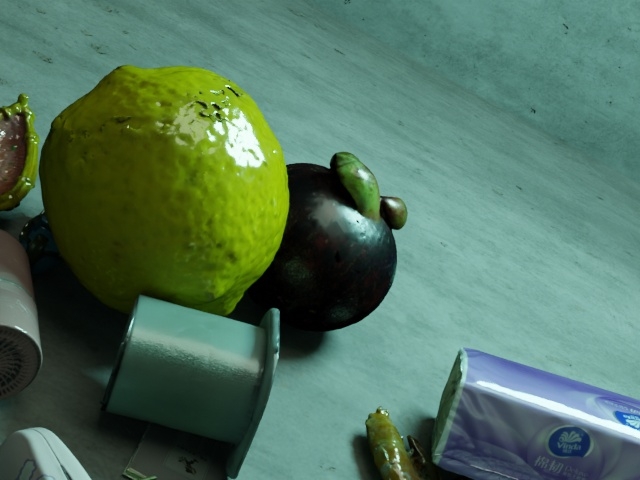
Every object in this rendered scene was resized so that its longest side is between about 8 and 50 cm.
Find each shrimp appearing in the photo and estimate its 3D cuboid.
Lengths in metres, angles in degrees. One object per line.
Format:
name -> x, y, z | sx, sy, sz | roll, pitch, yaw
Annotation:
shrimp -> 0.118, 0.317, 1.551 | 0.132, 0.051, 0.187 | 36, 22, -42

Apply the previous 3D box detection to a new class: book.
book -> -0.165, 0.268, 1.371 | 0.127, 0.014, 0.181 | 28, 26, -4

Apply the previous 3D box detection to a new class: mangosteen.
mangosteen -> 0.000, 0.000, 1.704 | 0.288, 0.288, 0.288 | 24, 27, -13

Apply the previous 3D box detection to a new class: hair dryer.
hair dryer -> -0.513, 0.069, 1.268 | 0.352, 0.125, 0.210 | 8, 33, -25

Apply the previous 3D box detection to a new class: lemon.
lemon -> -0.209, -0.057, 1.487 | 0.350, 0.350, 0.387 | -59, 132, -63

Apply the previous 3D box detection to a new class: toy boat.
toy boat -> -0.492, -0.112, 1.609 | 0.141, 0.099, 0.318 | 20, 31, -13
toy boat -> -0.388, -0.012, 1.558 | 0.075, 0.077, 0.185 | 29, 27, -4

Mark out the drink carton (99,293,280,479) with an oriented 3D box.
drink carton -> -0.162, 0.158, 1.359 | 0.189, 0.191, 0.185 | 19, 29, -7

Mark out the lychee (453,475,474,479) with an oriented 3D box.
lychee -> 0.213, 0.366, 1.526 | 0.083, 0.068, 0.067 | 42, 45, -19

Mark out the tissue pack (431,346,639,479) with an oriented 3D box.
tissue pack -> 0.336, 0.281, 1.579 | 0.338, 0.160, 0.242 | 18, 7, 4

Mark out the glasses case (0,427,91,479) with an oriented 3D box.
glasses case -> -0.251, 0.318, 1.090 | 0.075, 0.113, 0.297 | 0, 39, -49

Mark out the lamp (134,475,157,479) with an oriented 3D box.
lamp -> -0.134, 0.393, 1.106 | 0.089, 0.090, 0.325 | -5, 44, -50
